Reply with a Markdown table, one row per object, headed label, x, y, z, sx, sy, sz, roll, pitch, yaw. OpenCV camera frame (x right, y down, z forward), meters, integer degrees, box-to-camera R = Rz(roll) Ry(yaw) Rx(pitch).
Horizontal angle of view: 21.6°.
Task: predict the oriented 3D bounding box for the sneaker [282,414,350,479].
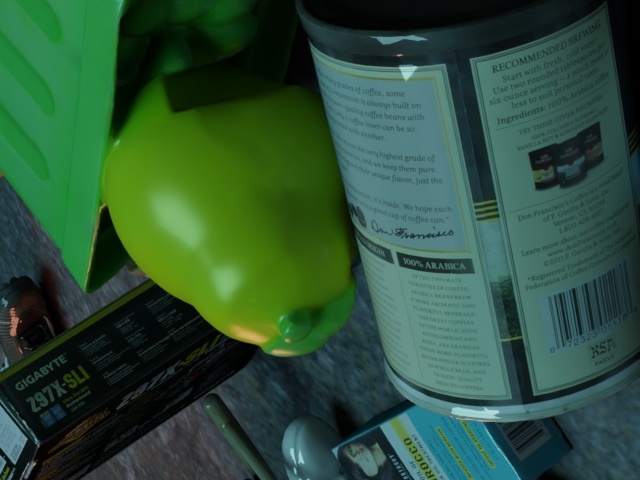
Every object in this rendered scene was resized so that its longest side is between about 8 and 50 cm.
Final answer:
| label | x | y | z | sx | sy | sz | roll | pitch | yaw |
| --- | --- | --- | --- | --- | --- | --- | --- | --- | --- |
| sneaker | 0.049 | 0.248 | 1.580 | 0.094 | 0.080 | 0.212 | -20 | 108 | 47 |

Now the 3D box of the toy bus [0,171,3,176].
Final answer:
| label | x | y | z | sx | sy | sz | roll | pitch | yaw |
| --- | --- | --- | --- | --- | --- | --- | --- | --- | --- |
| toy bus | -0.308 | -0.137 | 1.653 | 0.332 | 0.130 | 0.108 | -12 | 74 | 57 |

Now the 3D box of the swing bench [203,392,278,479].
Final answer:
| label | x | y | z | sx | sy | sz | roll | pitch | yaw |
| --- | --- | --- | --- | --- | --- | --- | --- | --- | --- |
| swing bench | -0.128 | 0.323 | 1.622 | 0.165 | 0.253 | 0.255 | 49 | 171 | 35 |

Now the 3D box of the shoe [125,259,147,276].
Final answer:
| label | x | y | z | sx | sy | sz | roll | pitch | yaw |
| --- | --- | --- | --- | --- | --- | --- | --- | --- | --- |
| shoe | -0.118 | -0.014 | 1.594 | 0.058 | 0.076 | 0.219 | 18 | 156 | -23 |

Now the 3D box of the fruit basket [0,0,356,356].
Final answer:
| label | x | y | z | sx | sy | sz | roll | pitch | yaw |
| --- | --- | --- | --- | --- | --- | --- | --- | --- | --- |
| fruit basket | -0.077 | -0.100 | 1.213 | 0.392 | 0.283 | 0.392 | 28 | 143 | 24 |

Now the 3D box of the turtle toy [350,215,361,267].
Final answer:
| label | x | y | z | sx | sy | sz | roll | pitch | yaw |
| --- | --- | --- | --- | --- | --- | --- | --- | --- | --- |
| turtle toy | 0.000 | 0.000 | 1.421 | 0.095 | 0.066 | 0.130 | 45 | 147 | 20 |

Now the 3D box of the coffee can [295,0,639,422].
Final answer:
| label | x | y | z | sx | sy | sz | roll | pitch | yaw |
| --- | --- | --- | --- | --- | --- | --- | --- | --- | --- |
| coffee can | 0.111 | -0.051 | 1.087 | 0.201 | 0.201 | 0.275 | 19 | 132 | 46 |

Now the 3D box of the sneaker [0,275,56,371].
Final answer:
| label | x | y | z | sx | sy | sz | roll | pitch | yaw |
| --- | --- | --- | --- | --- | --- | --- | --- | --- | --- |
| sneaker | -0.337 | 0.135 | 2.013 | 0.106 | 0.078 | 0.234 | 39 | 148 | 24 |

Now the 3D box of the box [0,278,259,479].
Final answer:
| label | x | y | z | sx | sy | sz | roll | pitch | yaw |
| --- | --- | --- | --- | --- | --- | --- | --- | --- | --- |
| box | -0.171 | 0.119 | 1.521 | 0.079 | 0.322 | 0.257 | 50 | 149 | 11 |

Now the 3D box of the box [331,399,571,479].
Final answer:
| label | x | y | z | sx | sy | sz | roll | pitch | yaw |
| --- | --- | --- | --- | --- | --- | --- | --- | --- | --- |
| box | 0.105 | 0.178 | 1.436 | 0.100 | 0.060 | 0.244 | 56 | 149 | 3 |
